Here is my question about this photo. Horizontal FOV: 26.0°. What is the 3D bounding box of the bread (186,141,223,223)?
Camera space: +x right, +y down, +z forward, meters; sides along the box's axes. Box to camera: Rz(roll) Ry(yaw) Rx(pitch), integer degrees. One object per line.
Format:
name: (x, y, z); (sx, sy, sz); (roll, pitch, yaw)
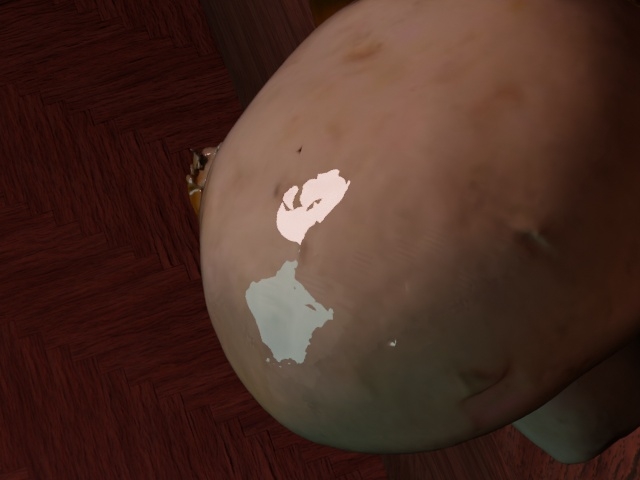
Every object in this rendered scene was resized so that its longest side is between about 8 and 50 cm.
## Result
bread: (0.000, 0.000, 1.586); (0.250, 0.225, 0.279); (5, -112, -77)

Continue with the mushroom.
mushroom: (0.105, 0.011, 0.815); (0.336, 0.314, 0.314); (44, -169, -34)

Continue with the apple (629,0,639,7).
apple: (0.160, -0.138, 0.595); (0.084, 0.084, 0.071); (84, -169, -63)

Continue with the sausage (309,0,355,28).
sausage: (0.055, -0.179, 1.292); (0.098, 0.098, 0.238); (81, 172, -54)
